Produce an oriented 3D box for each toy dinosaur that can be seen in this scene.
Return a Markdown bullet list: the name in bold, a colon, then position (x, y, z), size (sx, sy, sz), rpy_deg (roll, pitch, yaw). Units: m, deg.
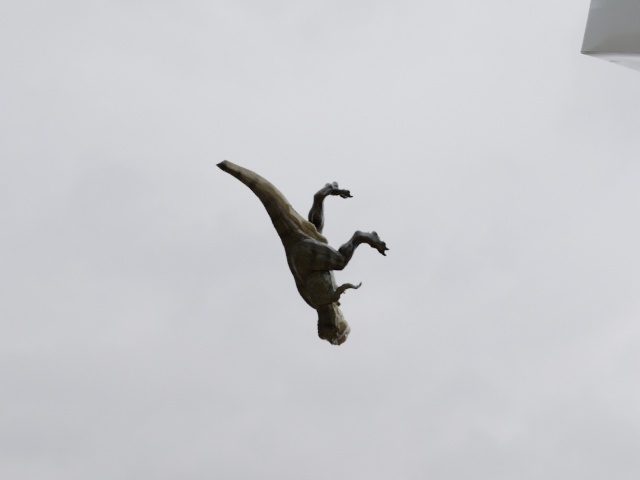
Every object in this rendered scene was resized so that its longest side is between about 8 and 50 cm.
- **toy dinosaur**: position (0.000, 0.000, 0.816), size (0.118, 0.064, 0.268), rpy_deg (-33, -72, -13)

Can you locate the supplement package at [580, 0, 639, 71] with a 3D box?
- **supplement package**: position (0.351, -0.240, 0.595), size (0.194, 0.203, 0.149), rpy_deg (3, 10, -37)
